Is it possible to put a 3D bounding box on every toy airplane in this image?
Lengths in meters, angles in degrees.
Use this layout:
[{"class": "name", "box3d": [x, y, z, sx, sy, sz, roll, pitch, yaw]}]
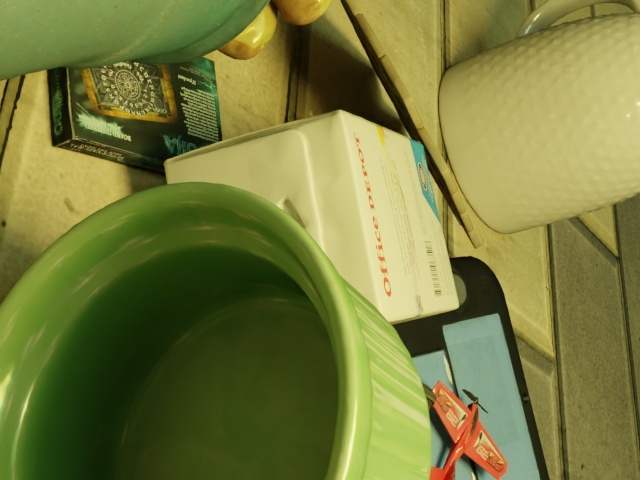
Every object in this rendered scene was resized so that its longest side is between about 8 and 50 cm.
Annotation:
[{"class": "toy airplane", "box3d": [0.152, 0.231, 1.063, 0.151, 0.028, 0.151, 21, 60, -42]}]

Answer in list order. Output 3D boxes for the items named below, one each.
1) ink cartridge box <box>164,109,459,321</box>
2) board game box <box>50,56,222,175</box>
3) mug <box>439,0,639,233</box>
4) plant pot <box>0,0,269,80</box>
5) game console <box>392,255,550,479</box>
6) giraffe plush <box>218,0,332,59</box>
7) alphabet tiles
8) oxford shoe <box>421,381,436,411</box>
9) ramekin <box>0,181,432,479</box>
[{"class": "ink cartridge box", "box3d": [0.000, 0.000, 0.860, 0.232, 0.168, 0.171, 6, 72, -68]}, {"class": "board game box", "box3d": [-0.158, -0.124, 0.855, 0.186, 0.026, 0.126, 13, 65, -53]}, {"class": "mug", "box3d": [0.384, -0.223, 1.416, 0.276, 0.328, 0.374, 37, 47, -42]}, {"class": "plant pot", "box3d": [-0.235, -0.224, 0.544, 0.334, 0.341, 0.341, -35, 105, -47]}, {"class": "game console", "box3d": [0.157, 0.212, 1.133, 0.342, 0.060, 0.387, -1, 76, -56]}, {"class": "giraffe plush", "box3d": [-0.062, -0.302, 0.913, 0.170, 0.210, 0.181, 51, 3, -31]}, {"class": "alphabet tiles", "box3d": [0.097, -0.145, 1.095, 0.285, 0.011, 0.342, 65, 7, 25]}, {"class": "oxford shoe", "box3d": [0.019, 0.165, 0.930, 0.227, 0.082, 0.096, 10, 79, -36]}, {"class": "ramekin", "box3d": [-0.078, 0.129, 0.621, 0.148, 0.303, 0.303, 36, 47, -53]}]
